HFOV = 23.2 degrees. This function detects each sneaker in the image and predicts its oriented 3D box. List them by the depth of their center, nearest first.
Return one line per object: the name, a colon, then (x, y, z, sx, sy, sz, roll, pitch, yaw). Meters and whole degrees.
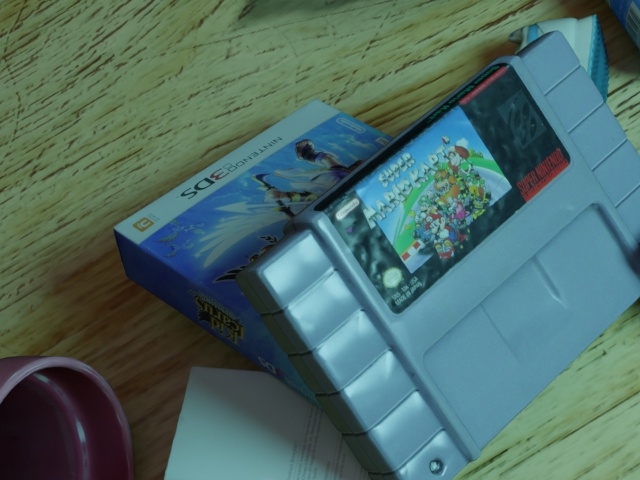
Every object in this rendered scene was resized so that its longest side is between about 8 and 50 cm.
sneaker: (0.199, -0.100, 1.394, 0.092, 0.087, 0.229, -2, 53, 24)

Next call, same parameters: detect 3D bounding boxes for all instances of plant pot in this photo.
plant pot: (-0.284, 0.198, 1.295, 0.180, 0.201, 0.201, -5, 58, 31)

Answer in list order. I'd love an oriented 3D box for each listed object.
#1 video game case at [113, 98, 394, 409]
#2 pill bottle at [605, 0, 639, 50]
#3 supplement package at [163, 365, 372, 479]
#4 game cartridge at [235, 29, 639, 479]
video game case: (0.000, 0.000, 1.332, 0.244, 0.061, 0.269, -36, 45, -27)
pill bottle: (0.304, -0.270, 1.434, 0.124, 0.124, 0.221, -25, 57, 0)
supplement package: (-0.021, 0.175, 1.272, 0.179, 0.105, 0.105, 3, 61, 17)
game cartridge: (0.124, 0.012, 1.225, 0.355, 0.230, 0.068, -39, 15, -27)
